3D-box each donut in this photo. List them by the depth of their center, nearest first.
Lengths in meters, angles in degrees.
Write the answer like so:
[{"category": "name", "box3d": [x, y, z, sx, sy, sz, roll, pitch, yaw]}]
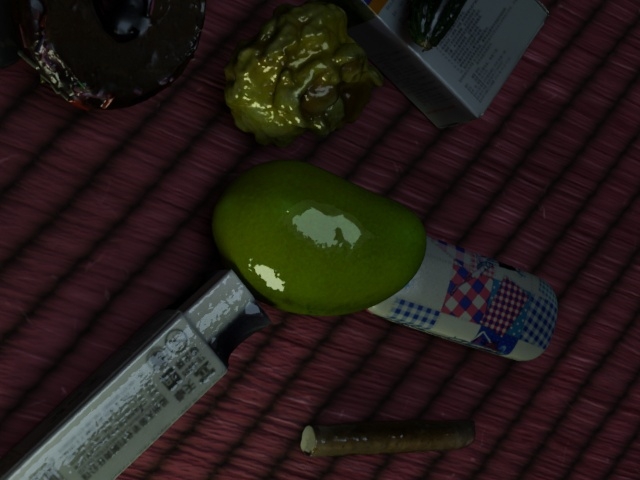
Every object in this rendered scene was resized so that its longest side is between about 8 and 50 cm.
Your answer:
[{"category": "donut", "box3d": [-0.250, -0.282, 1.455, 0.270, 0.103, 0.269, -13, 108, -42]}]

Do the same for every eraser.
[{"category": "eraser", "box3d": [-0.237, 0.197, 1.480, 0.404, 0.096, 0.098, -44, 106, -23]}]

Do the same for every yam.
[{"category": "yam", "box3d": [0.099, 0.266, 1.682, 0.264, 0.046, 0.046, 2, 87, -26]}]

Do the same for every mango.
[{"category": "mango", "box3d": [-0.006, 0.007, 1.564, 0.273, 0.149, 0.185, 23, 93, -12]}]

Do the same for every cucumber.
[{"category": "cucumber", "box3d": [0.173, -0.360, 1.615, 0.077, 0.077, 0.265, 34, 74, -23]}]

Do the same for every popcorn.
[{"category": "popcorn", "box3d": [-0.028, -0.201, 1.559, 0.197, 0.197, 0.155, -26, 71, -26]}]

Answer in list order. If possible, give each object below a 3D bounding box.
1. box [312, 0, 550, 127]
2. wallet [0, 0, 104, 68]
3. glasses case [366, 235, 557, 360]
[{"category": "box", "box3d": [0.142, -0.328, 1.697, 0.299, 0.106, 0.200, 42, 70, -19]}, {"category": "wallet", "box3d": [-0.367, -0.370, 1.413, 0.170, 0.044, 0.321, -40, 127, -35]}, {"category": "glasses case", "box3d": [0.192, 0.077, 1.722, 0.327, 0.076, 0.125, 19, 81, -25]}]
